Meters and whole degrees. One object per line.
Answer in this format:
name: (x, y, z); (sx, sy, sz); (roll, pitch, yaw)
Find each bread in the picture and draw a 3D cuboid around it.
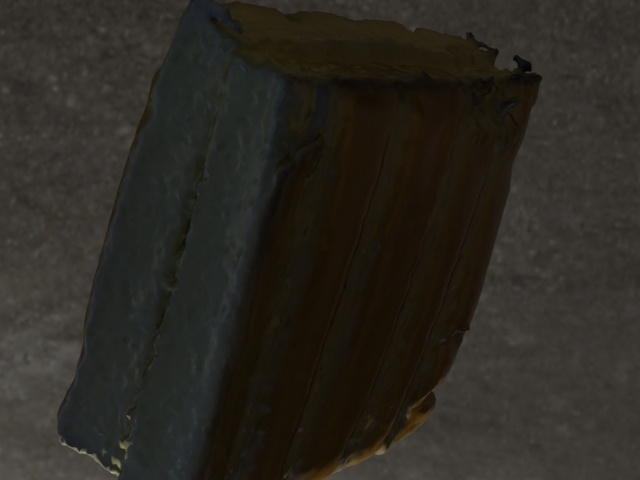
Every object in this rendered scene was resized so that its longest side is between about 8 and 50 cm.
bread: (0.000, 0.000, 0.713); (0.111, 0.239, 0.246); (29, 112, 30)
